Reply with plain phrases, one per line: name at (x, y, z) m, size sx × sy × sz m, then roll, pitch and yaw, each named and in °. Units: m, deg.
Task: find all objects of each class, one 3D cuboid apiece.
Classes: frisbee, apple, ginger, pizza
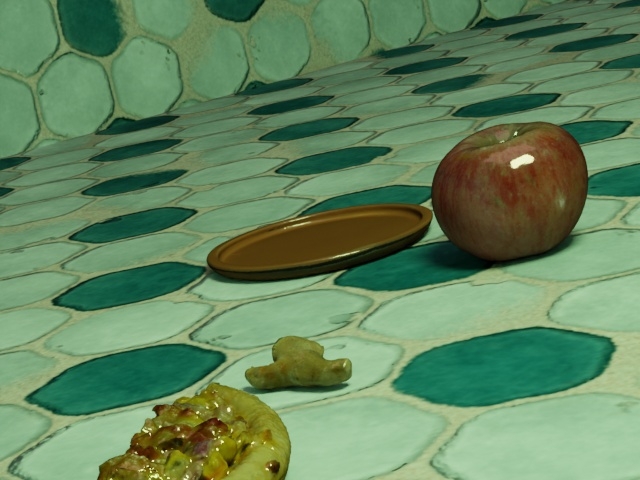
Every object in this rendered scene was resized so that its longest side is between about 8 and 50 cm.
frisbee at (0.000, 0.000, 1.627) m, size 0.251 × 0.021 × 0.251 m, roll -11°, pitch 13°, yaw 3°
apple at (0.182, -0.045, 1.439) m, size 0.153 × 0.120 × 0.153 m, roll -15°, pitch 16°, yaw 5°
ginger at (-0.013, 0.099, 1.185) m, size 0.097 × 0.030 × 0.048 m, roll -7°, pitch 41°, yaw 30°
pizza at (-0.081, 0.145, 0.979) m, size 0.127 × 0.058 × 0.246 m, roll -7°, pitch 11°, yaw 22°
